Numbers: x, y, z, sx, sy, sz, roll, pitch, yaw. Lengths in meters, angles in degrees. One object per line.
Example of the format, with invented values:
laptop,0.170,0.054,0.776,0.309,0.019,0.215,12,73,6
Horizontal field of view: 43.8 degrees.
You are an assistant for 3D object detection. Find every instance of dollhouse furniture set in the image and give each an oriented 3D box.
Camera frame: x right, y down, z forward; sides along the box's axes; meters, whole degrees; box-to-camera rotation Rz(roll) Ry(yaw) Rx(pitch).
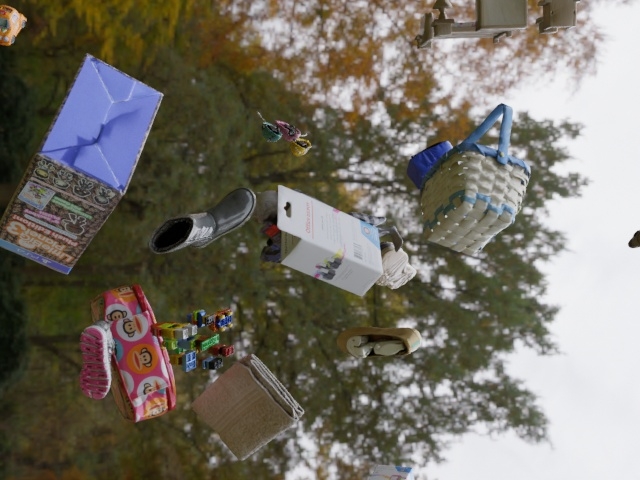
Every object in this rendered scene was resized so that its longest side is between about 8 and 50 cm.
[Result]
dollhouse furniture set,0.394,-0.556,1.854,0.355,0.303,0.173,-112,-160,-82

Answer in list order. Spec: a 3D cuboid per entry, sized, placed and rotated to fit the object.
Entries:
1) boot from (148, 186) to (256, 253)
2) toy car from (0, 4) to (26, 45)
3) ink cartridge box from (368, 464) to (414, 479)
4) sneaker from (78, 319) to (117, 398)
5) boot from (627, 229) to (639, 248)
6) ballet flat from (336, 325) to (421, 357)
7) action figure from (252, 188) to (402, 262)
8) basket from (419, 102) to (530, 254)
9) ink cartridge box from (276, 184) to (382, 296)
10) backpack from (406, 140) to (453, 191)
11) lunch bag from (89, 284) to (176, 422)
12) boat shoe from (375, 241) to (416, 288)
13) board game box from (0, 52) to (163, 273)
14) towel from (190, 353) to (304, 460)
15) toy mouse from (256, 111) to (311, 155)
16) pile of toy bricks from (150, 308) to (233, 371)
boot,-0.226,-0.041,1.551,0.076,0.190,0.208,49,6,11
toy car,-0.448,-0.308,1.054,0.060,0.122,0.040,-53,169,-31
ink cartridge box,0.157,0.567,1.825,0.122,0.088,0.052,-32,118,-66
sneaker,-0.426,0.226,1.536,0.075,0.063,0.170,-73,169,-64
boot,0.648,-0.024,1.532,0.042,0.118,0.087,61,-23,9
ballet flat,0.127,0.247,1.908,0.232,0.073,0.080,-11,-74,32
action figure,-0.022,-0.027,1.860,0.341,0.330,0.178,-17,-126,64
basket,0.334,-0.130,1.750,0.255,0.201,0.289,129,-26,-57
ink cartridge box,0.000,0.000,1.194,0.061,0.181,0.104,-50,-153,34
backpack,0.289,-0.182,1.980,0.101,0.120,0.098,55,-12,12
lunch bag,-0.424,0.252,1.756,0.258,0.120,0.293,-21,-95,64
boat shoe,0.161,0.049,1.942,0.103,0.285,0.092,-41,-111,7
board game box,-0.411,-0.121,1.340,0.291,0.141,0.232,-40,-149,47
towel,-0.172,0.382,1.793,0.187,0.049,0.282,48,-49,4
toy mouse,-0.086,-0.229,1.721,0.031,0.143,0.161,-60,174,23
pile of toy bricks,-0.255,0.190,1.524,0.212,0.105,0.118,-17,109,-67
